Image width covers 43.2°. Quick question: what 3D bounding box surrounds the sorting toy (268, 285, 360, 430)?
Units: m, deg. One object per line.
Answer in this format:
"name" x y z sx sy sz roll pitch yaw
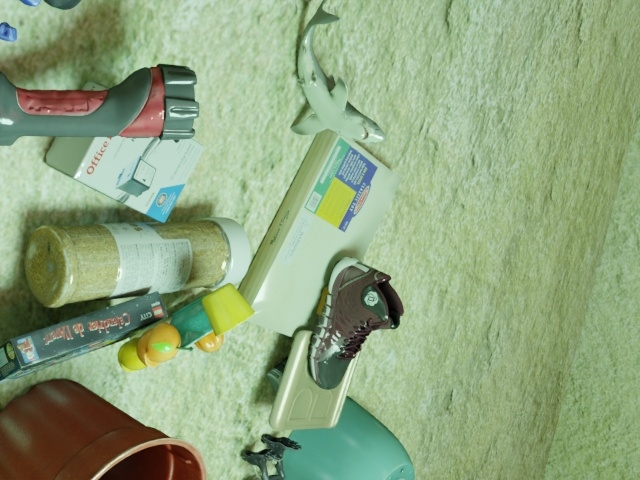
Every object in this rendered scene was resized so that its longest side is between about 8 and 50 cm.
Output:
"sorting toy" 0.003 0.253 1.723 0.229 0.041 0.308 19 89 -54

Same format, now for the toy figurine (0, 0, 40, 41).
"toy figurine" -0.365 -0.308 0.854 0.363 0.217 0.191 -61 142 -12

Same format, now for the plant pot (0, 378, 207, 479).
"plant pot" -0.361 0.361 1.237 0.272 0.265 0.273 -27 130 -39

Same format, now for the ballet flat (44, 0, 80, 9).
"ballet flat" -0.298 -0.384 1.045 0.074 0.074 0.203 38 74 -53

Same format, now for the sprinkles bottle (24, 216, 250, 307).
"sprinkles bottle" -0.273 0.029 1.266 0.355 0.121 0.121 -5 114 -49

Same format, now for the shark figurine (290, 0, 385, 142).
"shark figurine" 0.009 -0.302 1.463 0.278 0.166 0.116 69 29 -24

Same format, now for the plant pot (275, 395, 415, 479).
"plant pot" 0.079 0.549 1.912 0.293 0.235 0.293 -29 131 -39

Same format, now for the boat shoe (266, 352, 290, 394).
"boat shoe" -0.051 0.322 1.758 0.083 0.065 0.183 -43 138 -24

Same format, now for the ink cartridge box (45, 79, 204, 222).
"ink cartridge box" -0.284 -0.127 1.195 0.190 0.082 0.140 31 86 -55

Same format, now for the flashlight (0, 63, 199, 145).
"flashlight" -0.313 -0.181 1.034 0.303 0.103 0.103 -1 145 -22

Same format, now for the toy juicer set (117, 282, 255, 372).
"toy juicer set" -0.224 0.160 1.314 0.209 0.329 0.090 -31 93 -15

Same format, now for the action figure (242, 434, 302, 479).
"action figure" -0.120 0.577 1.767 0.164 0.140 0.276 -14 121 -59

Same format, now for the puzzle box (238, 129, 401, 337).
"puzzle box" 0.000 0.000 1.641 0.272 0.052 0.409 30 87 -53

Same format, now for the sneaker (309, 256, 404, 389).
"sneaker" 0.078 0.184 1.618 0.106 0.162 0.282 -1 105 -52

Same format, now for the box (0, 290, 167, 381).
"box" -0.364 0.146 1.196 0.233 0.159 0.044 -18 83 -42
